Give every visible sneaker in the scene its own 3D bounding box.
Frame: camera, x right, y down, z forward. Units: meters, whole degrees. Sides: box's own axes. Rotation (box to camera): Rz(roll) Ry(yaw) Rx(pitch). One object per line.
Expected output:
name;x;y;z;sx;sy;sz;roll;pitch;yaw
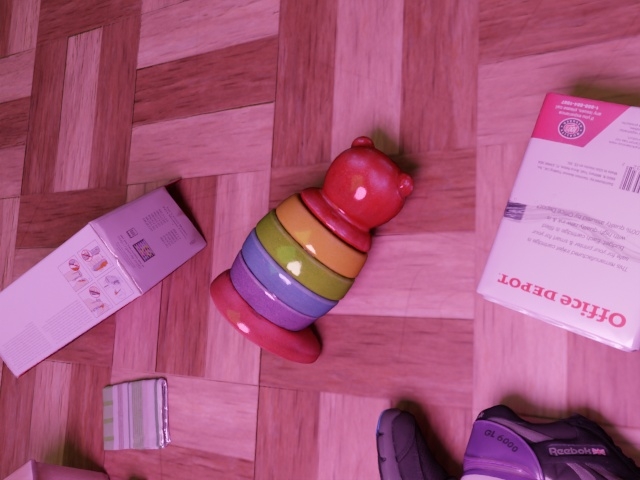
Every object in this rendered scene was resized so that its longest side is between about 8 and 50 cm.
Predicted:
sneaker;0.164;0.348;0.737;0.139;0.125;0.341;-21;65;-1
sneaker;0.292;0.240;0.658;0.283;0.107;0.124;11;55;17

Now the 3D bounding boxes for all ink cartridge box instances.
ink cartridge box;-0.356;0.051;1.061;0.309;0.272;0.130;-31;98;26
ink cartridge box;0.298;-0.020;0.695;0.172;0.100;0.237;20;93;33

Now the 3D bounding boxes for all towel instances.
towel;-0.314;0.296;1.092;0.152;0.023;0.113;-14;73;33

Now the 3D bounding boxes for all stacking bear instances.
stacking bear;0.000;0.000;0.858;0.289;0.164;0.175;-50;61;12

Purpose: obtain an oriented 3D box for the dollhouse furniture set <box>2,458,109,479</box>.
dollhouse furniture set;-0.396;0.534;0.958;0.303;0.174;0.355;-36;52;11
